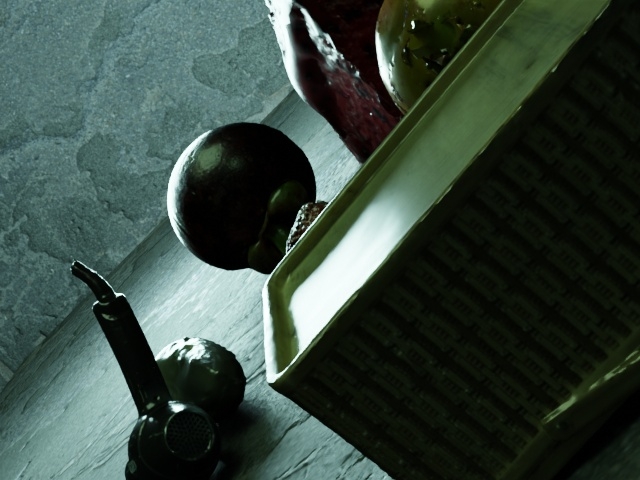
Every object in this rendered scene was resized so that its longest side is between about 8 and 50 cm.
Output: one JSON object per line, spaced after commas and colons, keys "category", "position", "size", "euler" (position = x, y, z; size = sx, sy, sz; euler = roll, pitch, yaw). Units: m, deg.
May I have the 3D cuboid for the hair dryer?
{"category": "hair dryer", "position": [-0.192, 0.137, 1.286], "size": [0.091, 0.272, 0.235], "euler": [-18, -11, -24]}

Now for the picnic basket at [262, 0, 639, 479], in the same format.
{"category": "picnic basket", "position": [0.129, -0.004, 0.758], "size": [0.313, 0.175, 0.228], "euler": [-50, 12, 9]}

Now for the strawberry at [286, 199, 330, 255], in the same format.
{"category": "strawberry", "position": [0.000, 0.000, 1.443], "size": [0.096, 0.083, 0.083], "euler": [-53, 9, 18]}

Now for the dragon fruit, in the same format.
{"category": "dragon fruit", "position": [0.074, -0.230, 1.496], "size": [0.302, 0.330, 0.240], "euler": [-42, 34, 16]}

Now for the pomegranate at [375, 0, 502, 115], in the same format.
{"category": "pomegranate", "position": [0.154, -0.188, 1.192], "size": [0.210, 0.210, 0.235], "euler": [-42, 6, 27]}

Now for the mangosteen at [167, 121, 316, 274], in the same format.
{"category": "mangosteen", "position": [-0.102, -0.046, 1.711], "size": [0.216, 0.216, 0.216], "euler": [-45, 12, 12]}

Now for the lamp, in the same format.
{"category": "lamp", "position": [-0.135, 0.156, 1.357], "size": [0.101, 0.101, 0.250], "euler": [-51, 13, -15]}
